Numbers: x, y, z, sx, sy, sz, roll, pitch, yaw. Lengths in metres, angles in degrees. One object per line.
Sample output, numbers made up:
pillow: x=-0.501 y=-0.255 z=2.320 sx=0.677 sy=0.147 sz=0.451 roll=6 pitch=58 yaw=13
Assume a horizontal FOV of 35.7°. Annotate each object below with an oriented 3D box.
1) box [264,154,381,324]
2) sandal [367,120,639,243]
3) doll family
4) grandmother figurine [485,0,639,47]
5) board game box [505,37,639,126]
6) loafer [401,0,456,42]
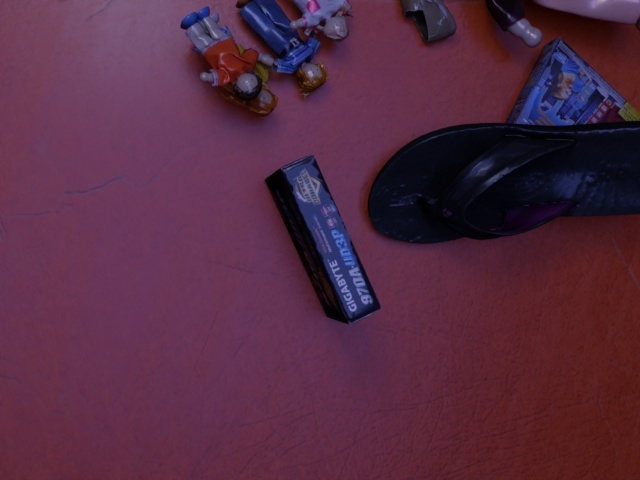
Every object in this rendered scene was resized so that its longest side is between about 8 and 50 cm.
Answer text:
box: x=0.000 y=0.000 z=1.341 sx=0.051 sy=0.175 sz=0.220 roll=-25 pitch=94 yaw=-9
sandal: x=0.283 y=-0.081 z=1.368 sx=0.445 sy=0.107 sz=0.167 roll=-9 pitch=114 yaw=5
doll family: x=-0.071 y=-0.265 z=1.380 sx=0.263 sy=0.118 sz=0.163 roll=-38 pitch=89 yaw=-25
grandmother figurine: x=0.308 y=-0.377 z=1.412 sx=0.342 sy=0.104 sz=0.208 roll=14 pitch=79 yaw=4
board game box: x=0.349 y=-0.157 z=1.456 sx=0.194 sy=0.060 sz=0.194 roll=42 pitch=85 yaw=-6
loafer: x=0.138 y=-0.348 z=1.427 sx=0.050 sy=0.056 sz=0.148 roll=-39 pitch=95 yaw=-14
